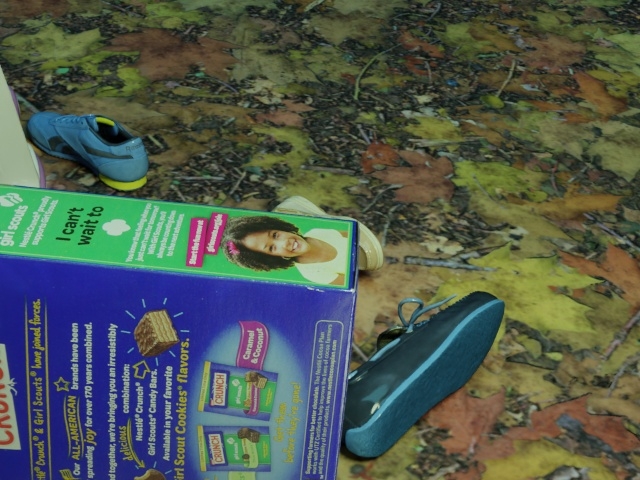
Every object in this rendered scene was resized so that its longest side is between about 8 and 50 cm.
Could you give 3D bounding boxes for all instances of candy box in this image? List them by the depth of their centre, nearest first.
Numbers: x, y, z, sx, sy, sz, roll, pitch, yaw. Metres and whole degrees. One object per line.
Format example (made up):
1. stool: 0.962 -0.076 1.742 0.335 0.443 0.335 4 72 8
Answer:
1. candy box: -0.137 0.107 1.026 0.317 0.268 0.122 5 30 -2

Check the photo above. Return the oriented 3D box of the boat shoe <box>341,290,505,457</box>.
1. boat shoe: 0.091 0.111 1.209 0.089 0.109 0.258 25 35 32

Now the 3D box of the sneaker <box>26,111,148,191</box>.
1. sneaker: -0.298 -0.138 1.546 0.209 0.082 0.069 27 41 31

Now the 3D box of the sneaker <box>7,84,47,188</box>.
1. sneaker: -0.430 -0.115 1.455 0.152 0.114 0.305 -8 36 -23

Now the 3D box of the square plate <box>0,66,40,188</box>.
1. square plate: -0.337 -0.045 1.099 0.049 0.344 0.347 -4 49 2

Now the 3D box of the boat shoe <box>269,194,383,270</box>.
1. boat shoe: 0.000 0.000 1.407 0.059 0.063 0.170 -26 35 -35
